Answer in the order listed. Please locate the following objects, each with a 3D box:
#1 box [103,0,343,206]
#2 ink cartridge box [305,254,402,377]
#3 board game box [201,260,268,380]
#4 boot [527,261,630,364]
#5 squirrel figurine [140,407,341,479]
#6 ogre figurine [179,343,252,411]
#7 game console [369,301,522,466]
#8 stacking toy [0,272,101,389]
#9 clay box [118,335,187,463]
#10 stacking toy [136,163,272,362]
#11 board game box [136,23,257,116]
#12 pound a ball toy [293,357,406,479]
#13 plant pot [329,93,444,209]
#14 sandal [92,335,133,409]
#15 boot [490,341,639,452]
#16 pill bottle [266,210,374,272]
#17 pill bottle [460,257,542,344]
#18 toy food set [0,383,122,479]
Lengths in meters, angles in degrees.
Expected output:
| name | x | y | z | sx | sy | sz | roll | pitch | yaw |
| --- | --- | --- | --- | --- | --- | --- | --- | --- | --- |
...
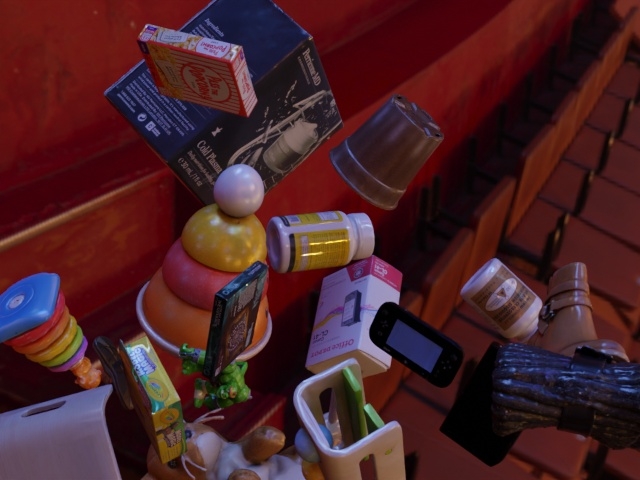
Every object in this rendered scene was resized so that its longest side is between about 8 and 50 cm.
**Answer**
| name | x | y | z | sx | sy | sz | roll | pitch | yaw |
| --- | --- | --- | --- | --- | --- | --- | --- | --- | --- |
| box | -0.235 | -0.352 | 2.135 | 0.472 | 0.297 | 0.480 | -43 | 158 | -5 |
| ink cartridge box | 0.096 | 0.223 | 2.209 | 0.131 | 0.226 | 0.306 | 35 | 49 | -28 |
| board game box | -0.146 | 0.137 | 1.348 | 0.126 | 0.026 | 0.186 | -41 | 152 | -51 |
| boot | 0.421 | 0.138 | 1.283 | 0.283 | 0.109 | 0.220 | 101 | 8 | -68 |
| squirrel figurine | -0.193 | 0.521 | 1.676 | 0.397 | 0.370 | 0.281 | 117 | -8 | -57 |
| ogre figurine | -0.220 | 0.292 | 1.677 | 0.097 | 0.118 | 0.197 | -59 | 141 | -66 |
| game console | 0.248 | 0.262 | 1.560 | 0.044 | 0.361 | 0.213 | -9 | 128 | -62 |
| stacking toy | -0.586 | 0.232 | 1.766 | 0.302 | 0.175 | 0.166 | 59 | 11 | -35 |
| clay box | -0.262 | 0.248 | 1.243 | 0.053 | 0.127 | 0.222 | -23 | 148 | -22 |
| stacking toy | -0.236 | 0.034 | 1.909 | 0.350 | 0.350 | 0.480 | -38 | 154 | -54 |
| board game box | -0.221 | -0.307 | 1.430 | 0.147 | 0.193 | 0.045 | 76 | 35 | -58 |
| pound a ball toy | 0.019 | 0.298 | 1.191 | 0.135 | 0.208 | 0.319 | -26 | 143 | -13 |
| plant pot | 0.130 | -0.173 | 1.474 | 0.165 | 0.167 | 0.167 | -49 | 167 | 25 |
| sandal | -0.573 | 0.369 | 2.174 | 0.219 | 0.060 | 0.090 | 57 | 20 | 3 |
| boot | 0.365 | 0.216 | 1.016 | 0.348 | 0.260 | 0.131 | 50 | 42 | -56 |
| pill bottle | 0.000 | 0.000 | 1.661 | 0.208 | 0.119 | 0.119 | -6 | 116 | -20 |
| pill bottle | 0.467 | 0.164 | 1.936 | 0.131 | 0.229 | 0.131 | -46 | 177 | -4 |
| toy food set | -0.373 | 0.391 | 1.188 | 0.092 | 0.219 | 0.306 | -18 | 92 | -79 |
